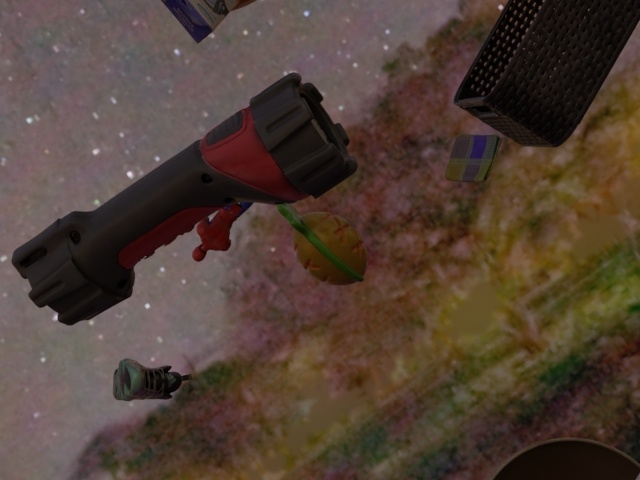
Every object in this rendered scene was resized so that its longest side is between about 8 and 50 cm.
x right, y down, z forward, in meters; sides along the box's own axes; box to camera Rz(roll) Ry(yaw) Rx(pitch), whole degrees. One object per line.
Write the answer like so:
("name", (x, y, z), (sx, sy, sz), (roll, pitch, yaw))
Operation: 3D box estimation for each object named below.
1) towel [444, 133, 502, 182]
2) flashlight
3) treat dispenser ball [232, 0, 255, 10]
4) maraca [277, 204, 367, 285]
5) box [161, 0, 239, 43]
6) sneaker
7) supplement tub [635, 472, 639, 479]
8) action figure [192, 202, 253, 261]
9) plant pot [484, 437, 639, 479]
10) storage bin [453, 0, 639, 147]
("towel", (0.177, -0.097, 1.034), (0.083, 0.009, 0.060), (17, 87, 63))
("flashlight", (-0.117, -0.025, 0.778), (0.304, 0.103, 0.103), (-33, -13, 16))
("treat dispenser ball", (-0.166, -0.478, 1.288), (0.288, 0.288, 0.288), (-35, -9, -6))
("maraca", (0.000, 0.000, 1.362), (0.099, 0.185, 0.127), (-48, 20, 5))
("box", (-0.136, -0.263, 0.945), (0.028, 0.081, 0.136), (-32, 19, 26))
("sneaker", (-0.150, 0.127, 0.806), (0.069, 0.038, 0.098), (2, -9, -19))
("supplement tub", (0.476, 0.321, 0.818), (0.241, 0.331, 0.241), (-40, -5, -4))
("action figure", (-0.181, -0.079, 1.801), (0.280, 0.091, 0.139), (-55, 24, -5))
("plant pot", (0.322, 0.420, 1.216), (0.284, 0.284, 0.191), (-34, -10, -12))
("storage bin", (0.212, -0.183, 0.808), (0.180, 0.084, 0.122), (-59, 10, 2))
